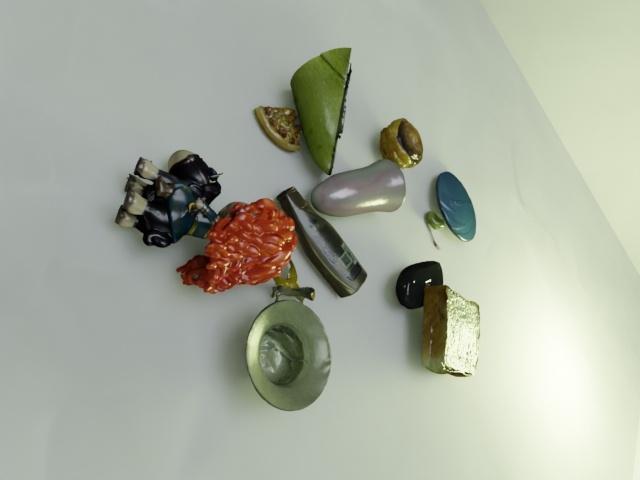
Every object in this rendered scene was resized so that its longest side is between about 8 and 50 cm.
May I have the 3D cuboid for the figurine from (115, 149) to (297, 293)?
[{"bbox_3d":[-0.259,-0.043,1.180,0.411,0.241,0.306,39,28,-3],"label":"figurine"}]

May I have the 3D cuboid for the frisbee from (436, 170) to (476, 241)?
[{"bbox_3d":[0.540,-0.137,1.974,0.289,0.049,0.290,24,55,-41],"label":"frisbee"}]

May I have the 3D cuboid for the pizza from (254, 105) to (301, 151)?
[{"bbox_3d":[-0.114,-0.345,1.497,0.175,0.046,0.134,37,55,-26],"label":"pizza"}]

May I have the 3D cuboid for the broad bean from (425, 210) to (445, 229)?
[{"bbox_3d":[0.421,-0.072,1.879,0.083,0.045,0.063,38,43,-19],"label":"broad bean"}]

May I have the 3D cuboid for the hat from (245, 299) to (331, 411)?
[{"bbox_3d":[-0.106,0.279,1.243,0.257,0.130,0.258,14,68,-38],"label":"hat"}]

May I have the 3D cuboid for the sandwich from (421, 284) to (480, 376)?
[{"bbox_3d":[0.432,0.308,1.686,0.301,0.099,0.272,26,70,-50],"label":"sandwich"}]

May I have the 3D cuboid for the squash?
[{"bbox_3d":[0.043,-0.364,1.519,0.210,0.233,0.309,-19,83,-6],"label":"squash"}]

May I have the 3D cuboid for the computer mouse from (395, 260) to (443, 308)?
[{"bbox_3d":[0.315,0.147,1.683,0.269,0.086,0.138,-11,100,-50],"label":"computer mouse"}]

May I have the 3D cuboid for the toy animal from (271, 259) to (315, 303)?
[{"bbox_3d":[-0.086,0.131,1.350,0.095,0.155,0.219,-15,43,-19],"label":"toy animal"}]

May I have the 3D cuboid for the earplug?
[{"bbox_3d":[0.096,-0.143,1.554,0.301,0.172,0.173,-16,87,-36],"label":"earplug"}]

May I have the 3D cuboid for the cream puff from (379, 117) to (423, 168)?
[{"bbox_3d":[0.274,-0.325,1.775,0.189,0.129,0.189,25,53,-39],"label":"cream puff"}]

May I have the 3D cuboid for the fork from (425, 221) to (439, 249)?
[{"bbox_3d":[0.411,-0.016,1.876,0.016,0.012,0.115,-24,88,-47],"label":"fork"}]

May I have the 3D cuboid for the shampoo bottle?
[{"bbox_3d":[0.000,0.000,1.460,0.350,0.084,0.126,53,47,-15],"label":"shampoo bottle"}]
